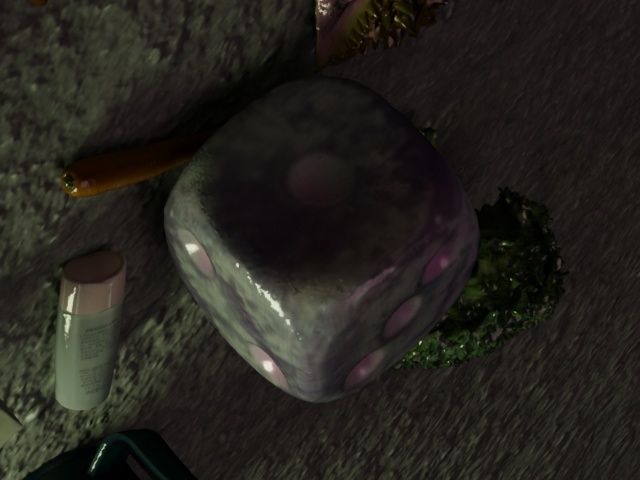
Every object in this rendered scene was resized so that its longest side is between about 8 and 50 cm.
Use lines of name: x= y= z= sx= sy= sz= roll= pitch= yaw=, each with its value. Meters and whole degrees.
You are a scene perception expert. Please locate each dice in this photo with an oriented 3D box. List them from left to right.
dice: x=0.000 y=0.000 z=2.141 sx=0.270 sy=0.270 sz=0.271 roll=-38 pitch=157 yaw=-18

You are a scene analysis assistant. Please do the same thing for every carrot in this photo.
carrot: x=-0.184 y=-0.089 z=2.076 sx=0.248 sy=0.043 sz=0.043 roll=-18 pitch=137 yaw=-41

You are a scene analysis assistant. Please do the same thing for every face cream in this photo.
face cream: x=-0.267 y=0.104 z=2.165 sx=0.084 sy=0.057 sz=0.198 roll=-21 pitch=136 yaw=-36

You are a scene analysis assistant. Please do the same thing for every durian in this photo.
durian: x=0.105 y=-0.336 z=2.098 sx=0.191 sy=0.112 sz=0.341 roll=-14 pitch=132 yaw=-39

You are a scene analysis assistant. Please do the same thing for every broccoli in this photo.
broccoli: x=0.118 y=0.028 z=2.415 sx=0.375 sy=0.302 sz=0.249 roll=-13 pitch=163 yaw=-5

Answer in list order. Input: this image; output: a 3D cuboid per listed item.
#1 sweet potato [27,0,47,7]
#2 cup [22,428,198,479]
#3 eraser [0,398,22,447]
sweet potato: x=-0.286 y=-0.281 z=1.743 sx=0.055 sy=0.058 sz=0.202 roll=-19 pitch=142 yaw=-7
cup: x=-0.228 y=0.416 z=2.316 sx=0.308 sy=0.292 sz=0.242 roll=-46 pitch=147 yaw=-2
eraser: x=-0.461 y=0.250 z=2.020 sx=0.279 sy=0.124 sz=0.081 roll=-45 pitch=148 yaw=-5
